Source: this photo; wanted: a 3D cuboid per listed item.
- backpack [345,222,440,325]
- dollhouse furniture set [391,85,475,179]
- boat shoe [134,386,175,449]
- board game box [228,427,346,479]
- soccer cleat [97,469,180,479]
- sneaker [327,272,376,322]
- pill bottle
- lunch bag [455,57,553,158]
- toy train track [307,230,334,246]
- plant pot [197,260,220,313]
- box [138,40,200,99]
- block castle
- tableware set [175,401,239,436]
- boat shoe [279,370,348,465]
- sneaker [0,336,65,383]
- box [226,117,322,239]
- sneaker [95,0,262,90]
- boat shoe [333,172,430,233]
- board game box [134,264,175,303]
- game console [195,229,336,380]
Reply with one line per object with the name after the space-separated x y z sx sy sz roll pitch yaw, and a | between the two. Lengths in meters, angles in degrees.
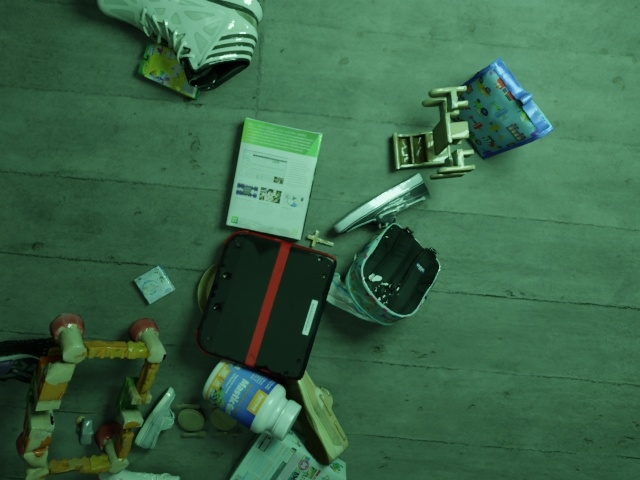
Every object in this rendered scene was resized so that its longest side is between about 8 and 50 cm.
0.192 0.108 1.263 0.225 0.253 0.191 42 140 -5 | backpack
0.295 -0.271 1.214 0.160 0.242 0.212 -5 87 0 | dollhouse furniture set
-0.504 0.566 1.409 0.081 0.079 0.228 30 102 -10 | boat shoe
-0.103 0.740 1.417 0.303 0.097 0.224 34 97 -3 | board game box
-0.540 0.790 1.426 0.331 0.116 0.143 36 80 -6 | soccer cleat
0.121 0.179 1.354 0.228 0.087 0.092 25 94 -5 | sneaker
-0.199 0.472 1.324 0.272 0.152 0.152 28 96 13 | pill bottle
0.476 -0.352 1.185 0.138 0.293 0.221 -38 96 4 | lunch bag
0.000 0.000 1.368 0.083 0.014 0.048 18 89 -8 | toy train track
-0.259 0.169 1.379 0.236 0.032 0.237 0 96 0 | plant pot
-0.428 -0.494 1.292 0.179 0.043 0.105 24 97 -5 | box
-0.666 0.441 1.288 0.303 0.212 0.454 13 102 -40 | block castle
-0.358 0.563 1.424 0.194 0.039 0.128 -3 109 6 | tableware set
-0.023 0.513 1.389 0.110 0.121 0.341 -21 86 -38 | boat shoe
-0.872 0.379 1.383 0.283 0.107 0.124 0 114 2 | sneaker
-0.137 -0.180 1.325 0.232 0.058 0.322 12 98 -2 | box
-0.392 -0.554 1.187 0.447 0.169 0.258 6 75 -3 | sneaker
0.184 -0.084 1.317 0.301 0.108 0.102 -30 95 -4 | boat shoe
-0.513 0.137 1.379 0.090 0.020 0.090 -29 96 3 | board game box
-0.163 0.185 1.317 0.341 0.060 0.387 17 86 -2 | game console
